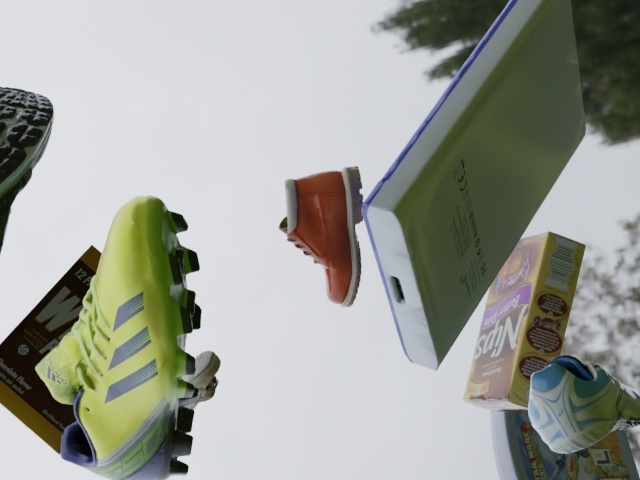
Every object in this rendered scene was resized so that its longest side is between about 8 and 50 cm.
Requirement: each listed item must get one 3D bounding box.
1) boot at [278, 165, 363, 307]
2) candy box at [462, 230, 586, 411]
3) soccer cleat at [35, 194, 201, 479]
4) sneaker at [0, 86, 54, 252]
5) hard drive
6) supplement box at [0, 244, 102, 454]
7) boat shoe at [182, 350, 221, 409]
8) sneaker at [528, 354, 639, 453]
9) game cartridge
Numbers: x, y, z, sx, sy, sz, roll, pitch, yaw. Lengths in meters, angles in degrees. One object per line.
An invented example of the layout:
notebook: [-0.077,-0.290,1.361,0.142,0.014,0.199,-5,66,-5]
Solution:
boot: [0.000,0.000,1.354,0.059,0.084,0.158,-109,14,-60]
candy box: [0.217,0.090,1.433,0.053,0.109,0.186,18,-102,-18]
soccer cleat: [-0.148,0.083,0.962,0.289,0.121,0.093,98,175,-47]
sneaker: [-0.386,0.009,1.369,0.182,0.158,0.410,93,-166,-51]
hard drive: [0.151,-0.067,1.218,0.318,0.040,0.210,-54,-36,-30]
supplement box: [-0.282,0.125,1.532,0.129,0.191,0.194,42,-102,-5]
boat shoe: [-0.157,0.187,1.742,0.045,0.135,0.050,29,-129,-13]
sneaker: [0.252,0.147,1.257,0.237,0.085,0.086,9,-119,-69]
game cartridge: [0.343,0.313,1.859,0.198,0.062,0.297,4,-125,-24]
